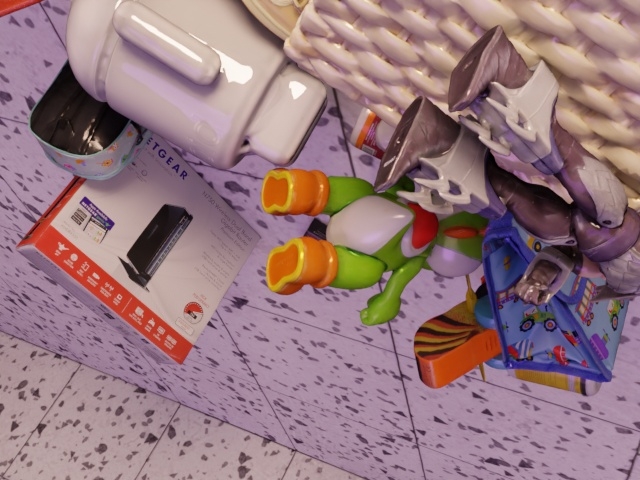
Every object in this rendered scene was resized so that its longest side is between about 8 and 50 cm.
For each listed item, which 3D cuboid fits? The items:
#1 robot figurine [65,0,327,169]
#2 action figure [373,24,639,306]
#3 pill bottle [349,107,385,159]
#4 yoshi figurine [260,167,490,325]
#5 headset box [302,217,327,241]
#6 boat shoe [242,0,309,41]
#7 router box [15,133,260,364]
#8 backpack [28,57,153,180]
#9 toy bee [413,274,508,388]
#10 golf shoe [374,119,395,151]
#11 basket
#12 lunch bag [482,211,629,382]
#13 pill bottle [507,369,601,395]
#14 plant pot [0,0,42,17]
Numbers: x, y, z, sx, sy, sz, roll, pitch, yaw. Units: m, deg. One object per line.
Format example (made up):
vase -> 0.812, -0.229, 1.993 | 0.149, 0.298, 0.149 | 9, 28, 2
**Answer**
robot figurine -> -0.166, -0.225, 0.913 | 0.353, 0.199, 0.300 | 30, 180, 0
action figure -> 0.185, -0.015, 0.510 | 0.285, 0.099, 0.185 | 32, 141, -15
pill bottle -> 0.122, -0.129, 0.930 | 0.152, 0.086, 0.086 | 27, 151, 3
yoshi figurine -> 0.095, -0.007, 0.977 | 0.362, 0.203, 0.203 | 1, 126, -26
headset box -> 0.000, 0.000, 1.289 | 0.062, 0.032, 0.083 | 31, 152, -2
boat shoe -> -0.053, -0.320, 0.767 | 0.089, 0.104, 0.285 | -18, 123, 47
router box -> -0.306, 0.003, 1.289 | 0.082, 0.301, 0.335 | -8, 135, 47
backpack -> -0.356, -0.189, 1.149 | 0.166, 0.188, 0.144 | 25, 150, 6
toy bee -> 0.261, 0.124, 1.107 | 0.298, 0.195, 0.162 | 0, -159, -20
golf shoe -> 0.147, -0.142, 0.840 | 0.176, 0.069, 0.086 | -10, 176, 9
basket -> 0.200, -0.217, 0.548 | 0.331, 0.266, 0.328 | 32, 150, -8
lunch bag -> 0.265, -0.011, 0.848 | 0.138, 0.221, 0.293 | 2, 141, 39
pill bottle -> 0.364, 0.183, 1.182 | 0.184, 0.103, 0.103 | 9, 145, 31
plant pot -> -0.483, -0.403, 0.816 | 0.267, 0.235, 0.267 | -17, 141, 9
